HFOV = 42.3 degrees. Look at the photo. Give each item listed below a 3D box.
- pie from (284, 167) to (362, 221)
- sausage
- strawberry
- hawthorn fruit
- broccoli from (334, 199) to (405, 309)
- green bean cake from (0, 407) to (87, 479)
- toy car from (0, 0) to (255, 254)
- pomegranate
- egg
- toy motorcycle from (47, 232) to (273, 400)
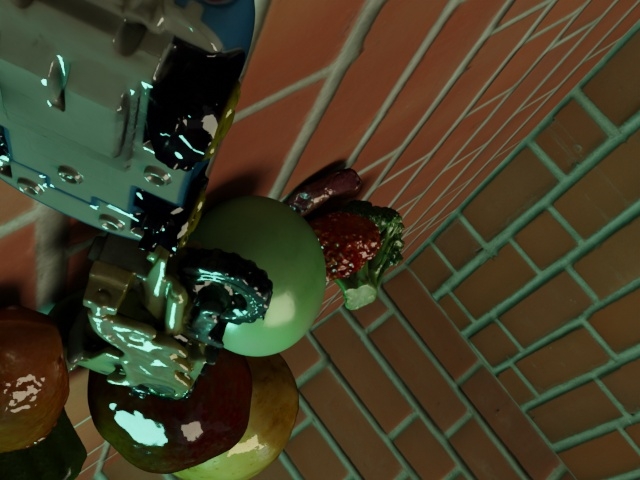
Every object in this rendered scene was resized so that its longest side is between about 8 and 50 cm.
[{"bbox_3d":[-0.003,-0.075,1.547,0.182,0.049,0.182,-30,167,-8],"label":"pie"},{"bbox_3d":[-0.393,0.174,1.027,0.141,0.153,0.268,-16,159,-26],"label":"sausage"},{"bbox_3d":[0.003,0.002,1.543,0.236,0.106,0.175,-24,-154,-22],"label":"strawberry"},{"bbox_3d":[-0.282,0.278,1.509,0.308,0.308,0.325,-40,160,14],"label":"hawthorn fruit"},{"bbox_3d":[0.067,0.028,1.805,0.262,0.241,0.269,-19,140,2],"label":"broccoli"},{"bbox_3d":[-0.541,0.397,1.394,0.250,0.156,0.247,-24,174,-38],"label":"green bean cake"},{"bbox_3d":[-0.149,-0.113,0.567,0.314,0.198,0.166,125,-12,-65],"label":"toy car"},{"bbox_3d":[-0.251,0.370,1.815,0.410,0.410,0.410,-36,170,-7],"label":"pomegranate"},{"bbox_3d":[-0.100,0.058,1.266,0.220,0.220,0.269,-32,134,-28],"label":"egg"},{"bbox_3d":[-0.227,0.102,1.093,0.410,0.237,0.168,-46,-154,49],"label":"toy motorcycle"}]
